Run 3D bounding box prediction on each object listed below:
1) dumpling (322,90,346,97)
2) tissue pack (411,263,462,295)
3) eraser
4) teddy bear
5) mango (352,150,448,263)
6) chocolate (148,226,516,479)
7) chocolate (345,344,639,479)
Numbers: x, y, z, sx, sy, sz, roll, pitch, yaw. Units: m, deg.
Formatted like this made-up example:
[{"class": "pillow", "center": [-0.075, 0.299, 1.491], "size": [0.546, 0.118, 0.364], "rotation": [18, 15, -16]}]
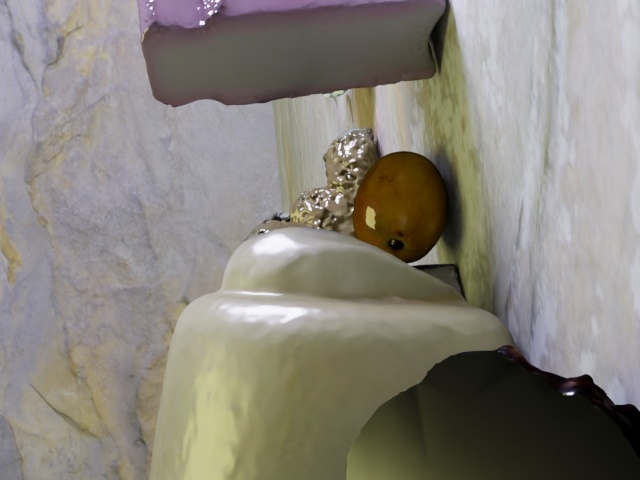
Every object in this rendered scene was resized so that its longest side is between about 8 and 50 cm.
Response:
[{"class": "dumpling", "center": [0.009, -0.288, 1.508], "size": [0.108, 0.153, 0.219], "rotation": [9, -131, -52]}, {"class": "tissue pack", "center": [0.075, 0.078, 1.151], "size": [0.156, 0.112, 0.051], "rotation": [94, 166, -63]}, {"class": "eraser", "center": [-0.046, -0.308, 1.122], "size": [0.122, 0.272, 0.359], "rotation": [88, 174, -56]}, {"class": "teddy bear", "center": [0.000, 0.000, 1.516], "size": [0.156, 0.267, 0.256], "rotation": [41, 162, -3]}, {"class": "mango", "center": [0.078, -0.032, 1.121], "size": [0.163, 0.089, 0.111], "rotation": [31, -106, -88]}, {"class": "chocolate", "center": [0.029, 0.150, 0.934], "size": [0.326, 0.314, 0.297], "rotation": [23, -104, -52]}, {"class": "chocolate", "center": [0.146, 0.184, 0.675], "size": [0.177, 0.206, 0.224], "rotation": [18, -112, -47]}]
